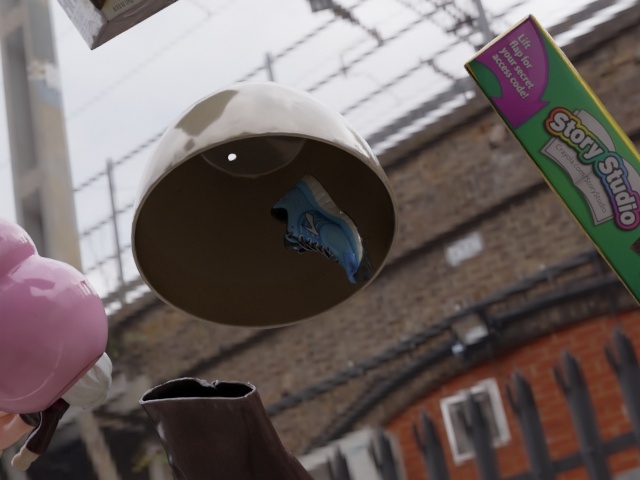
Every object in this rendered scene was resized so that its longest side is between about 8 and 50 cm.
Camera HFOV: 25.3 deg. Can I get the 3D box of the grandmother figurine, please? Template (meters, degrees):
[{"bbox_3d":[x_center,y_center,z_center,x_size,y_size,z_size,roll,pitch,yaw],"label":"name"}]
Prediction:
[{"bbox_3d":[-0.420,0.238,2.101,0.104,0.207,0.342,19,-35,-35],"label":"grandmother figurine"}]

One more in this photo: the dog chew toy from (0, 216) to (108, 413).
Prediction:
[{"bbox_3d":[-0.431,0.063,1.823,0.206,0.332,0.206,-45,0,0],"label":"dog chew toy"}]

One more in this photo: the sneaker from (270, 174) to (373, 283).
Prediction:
[{"bbox_3d":[0.000,0.000,1.537,0.073,0.162,0.063,-32,-45,-9],"label":"sneaker"}]

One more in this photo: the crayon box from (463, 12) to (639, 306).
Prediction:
[{"bbox_3d":[0.322,-0.081,1.666,0.106,0.363,0.313,-37,-4,12],"label":"crayon box"}]

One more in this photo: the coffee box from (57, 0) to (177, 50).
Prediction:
[{"bbox_3d":[-0.290,-0.410,1.753,0.168,0.297,0.119,-35,1,-22],"label":"coffee box"}]

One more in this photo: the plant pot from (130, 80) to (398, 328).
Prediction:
[{"bbox_3d":[-0.069,-0.068,1.573,0.284,0.191,0.284,-5,-46,-5],"label":"plant pot"}]

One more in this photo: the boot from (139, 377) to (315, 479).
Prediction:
[{"bbox_3d":[-0.024,0.208,1.094,0.248,0.206,0.090,0,28,39],"label":"boot"}]
